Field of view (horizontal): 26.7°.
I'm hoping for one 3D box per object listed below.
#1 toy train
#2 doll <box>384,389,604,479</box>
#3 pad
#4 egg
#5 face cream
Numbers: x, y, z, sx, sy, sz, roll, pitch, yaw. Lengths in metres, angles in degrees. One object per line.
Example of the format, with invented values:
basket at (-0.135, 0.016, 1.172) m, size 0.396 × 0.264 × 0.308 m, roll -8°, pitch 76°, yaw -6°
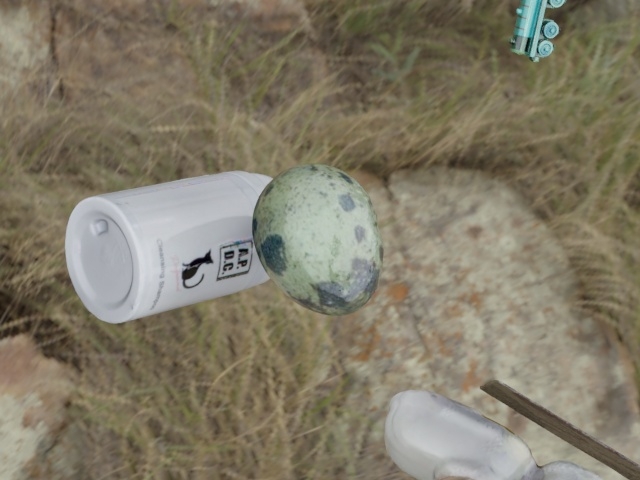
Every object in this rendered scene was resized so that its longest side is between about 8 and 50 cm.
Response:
toy train at (0.199, -0.210, 1.236) m, size 0.045 × 0.029 × 0.092 m, roll 6°, pitch 105°, yaw -22°
doll at (0.095, 0.265, 0.997) m, size 0.348 × 0.161 × 0.423 m, roll 34°, pitch 35°, yaw 32°
pad at (0.340, 0.258, 1.611) m, size 0.330 × 0.220 × 0.004 m, roll 31°, pitch 84°, yaw 6°
egg at (0.000, 0.000, 1.472) m, size 0.141 × 0.141 × 0.182 m, roll -10°, pitch 58°, yaw -24°
face cream at (-0.110, -0.011, 1.601) m, size 0.369 × 0.145 × 0.145 m, roll -15°, pitch 80°, yaw -43°
